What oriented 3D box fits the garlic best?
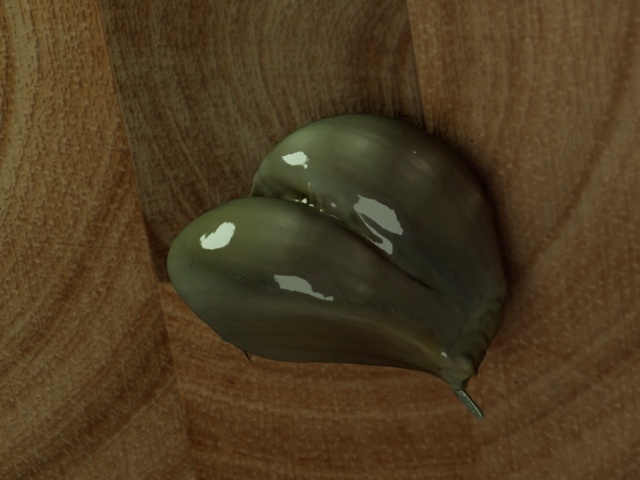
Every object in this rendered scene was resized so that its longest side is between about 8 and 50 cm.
[{"bbox_3d":[0.000,0.000,1.784,0.340,0.231,0.246,1,157,44],"label":"garlic"}]

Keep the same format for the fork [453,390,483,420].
[{"bbox_3d":[0.122,0.132,1.850,0.115,0.012,0.016,47,128,-4],"label":"fork"}]
